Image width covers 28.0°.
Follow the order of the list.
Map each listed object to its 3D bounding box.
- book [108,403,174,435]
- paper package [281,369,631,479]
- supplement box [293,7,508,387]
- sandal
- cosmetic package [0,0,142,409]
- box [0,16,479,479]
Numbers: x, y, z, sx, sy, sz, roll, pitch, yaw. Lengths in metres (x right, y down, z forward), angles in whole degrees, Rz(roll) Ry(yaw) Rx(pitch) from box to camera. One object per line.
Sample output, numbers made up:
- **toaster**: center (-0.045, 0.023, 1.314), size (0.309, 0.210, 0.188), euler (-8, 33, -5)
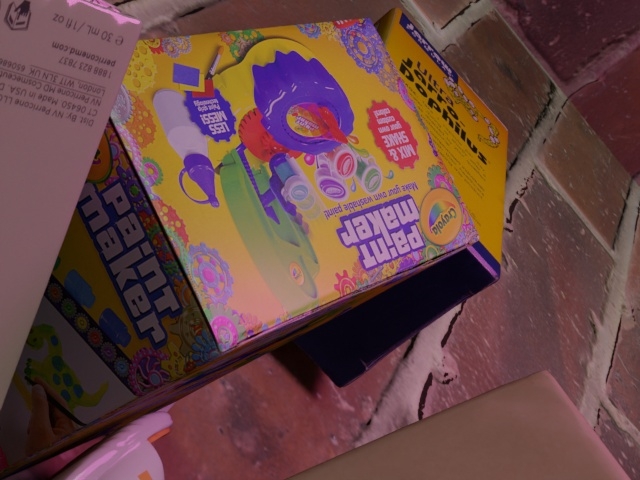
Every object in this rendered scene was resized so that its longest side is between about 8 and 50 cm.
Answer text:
- **book**: center (-0.147, 0.092, 1.007), size (0.096, 0.035, 0.144), euler (53, 23, -7)
- **paper package**: center (0.058, 0.274, 0.704), size (0.168, 0.325, 0.309), euler (86, -22, -48)
- **supplement box**: center (0.052, -0.057, 1.285), size (0.195, 0.194, 0.356), euler (46, 25, -14)
- **sandal**: center (-0.166, 0.193, 0.771), size (0.076, 0.102, 0.265), euler (53, 33, 0)
- **cosmetic package**: center (-0.223, 0.003, 0.625), size (0.160, 0.309, 0.113), euler (25, 7, 36)
- **box**: center (-0.103, 0.008, 0.824), size (0.290, 0.279, 0.177), euler (-19, 82, -55)
